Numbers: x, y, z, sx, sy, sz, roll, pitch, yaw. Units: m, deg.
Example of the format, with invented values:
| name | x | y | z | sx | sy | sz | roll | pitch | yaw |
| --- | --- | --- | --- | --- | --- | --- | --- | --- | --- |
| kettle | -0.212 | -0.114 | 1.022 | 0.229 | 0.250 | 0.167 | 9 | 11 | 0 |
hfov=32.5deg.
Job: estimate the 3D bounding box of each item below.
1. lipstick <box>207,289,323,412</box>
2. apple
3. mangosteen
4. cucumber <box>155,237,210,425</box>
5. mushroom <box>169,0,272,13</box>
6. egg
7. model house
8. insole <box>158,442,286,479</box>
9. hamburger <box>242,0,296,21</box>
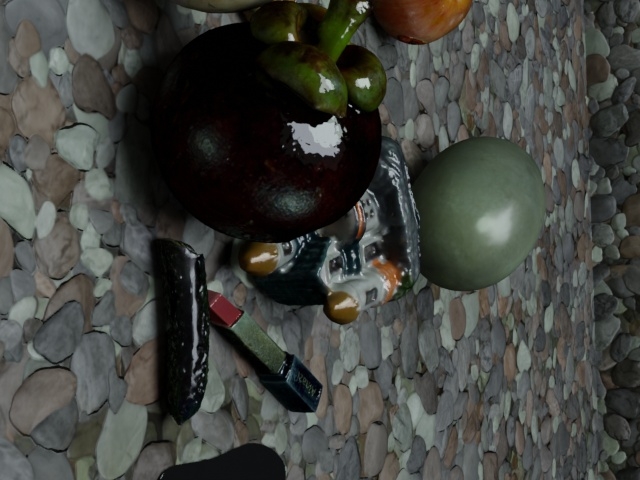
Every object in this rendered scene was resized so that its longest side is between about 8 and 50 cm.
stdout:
| name | x | y | z | sx | sy | sz | roll | pitch | yaw |
| --- | --- | --- | --- | --- | --- | --- | --- | --- | --- |
| lipstick | -0.088 | 0.159 | 1.610 | 0.312 | 0.051 | 0.051 | 53 | 46 | -44 |
| apple | 0.180 | -0.458 | 1.990 | 0.209 | 0.164 | 0.210 | 3 | 86 | -57 |
| mangosteen | -0.058 | -0.149 | 1.419 | 0.330 | 0.330 | 0.330 | 4 | 85 | -60 |
| cucumber | -0.177 | 0.119 | 1.443 | 0.067 | 0.067 | 0.245 | -11 | 99 | -60 |
| mushroom | -0.146 | -0.390 | 1.373 | 0.254 | 0.184 | 0.255 | 21 | 45 | -24 |
| egg | 0.291 | -0.053 | 2.069 | 0.352 | 0.258 | 0.259 | -61 | 139 | -49 |
| model house | 0.000 | 0.000 | 1.633 | 0.301 | 0.190 | 0.272 | -27 | 113 | -56 |
| insole | -0.134 | 0.349 | 1.566 | 0.322 | 0.007 | 0.109 | 7 | 81 | -59 |
| hamburger | -0.083 | -0.394 | 1.605 | 0.102 | 0.087 | 0.176 | 20 | 74 | -60 |
